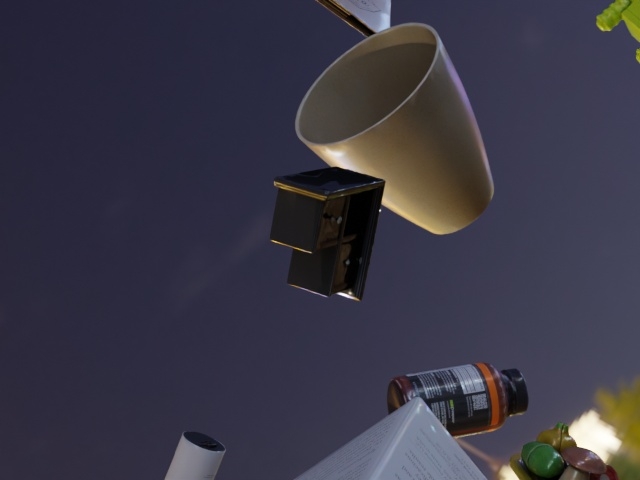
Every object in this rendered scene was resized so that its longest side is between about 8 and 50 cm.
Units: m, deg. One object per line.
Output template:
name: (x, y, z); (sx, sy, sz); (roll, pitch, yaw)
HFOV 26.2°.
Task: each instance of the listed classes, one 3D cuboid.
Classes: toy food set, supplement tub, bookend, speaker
toy food set: (0.294, 0.259, 1.536); (0.218, 0.128, 0.071); (-123, 50, -73)
supplement tub: (0.205, 0.239, 2.040); (0.198, 0.106, 0.106); (-7, -52, -14)
bookend: (0.000, 0.000, 1.634); (0.157, 0.072, 0.156); (-14, -62, -61)
speaker: (-0.158, 0.291, 1.589); (0.055, 0.055, 0.136); (8, -74, -59)

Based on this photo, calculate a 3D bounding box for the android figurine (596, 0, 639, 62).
android figurine: (0.393, -0.278, 1.331); (0.273, 0.248, 0.056); (-39, -36, 4)

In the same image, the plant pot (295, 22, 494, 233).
plant pot: (0.141, -0.144, 2.103); (0.256, 0.256, 0.274); (-51, -58, -18)

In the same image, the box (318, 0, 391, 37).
box: (0.055, -0.430, 2.400); (0.021, 0.164, 0.201); (-47, 20, 28)

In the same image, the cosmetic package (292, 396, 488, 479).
cosmetic package: (0.013, 0.361, 1.398); (0.230, 0.161, 0.453); (-38, 3, 26)
